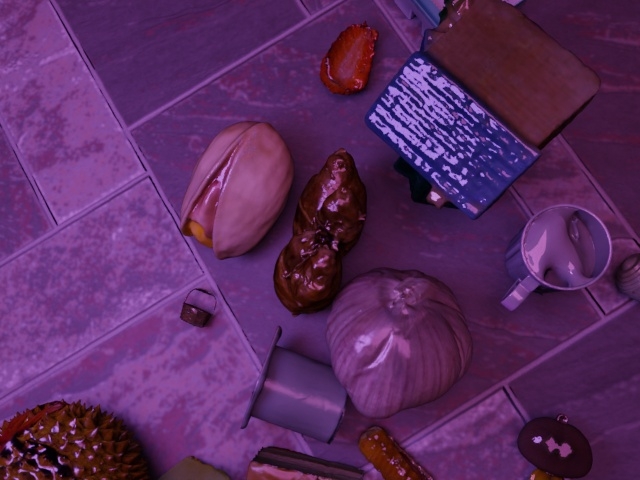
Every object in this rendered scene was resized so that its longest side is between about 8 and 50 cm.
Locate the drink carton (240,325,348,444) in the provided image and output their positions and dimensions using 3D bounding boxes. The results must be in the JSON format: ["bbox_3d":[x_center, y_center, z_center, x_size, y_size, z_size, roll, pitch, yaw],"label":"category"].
[{"bbox_3d":[-0.048,0.316,1.195,0.190,0.185,0.191,18,122,-5],"label":"drink carton"}]

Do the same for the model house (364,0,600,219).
[{"bbox_3d":[0.274,-0.228,1.155,0.342,0.382,0.334,-45,78,-5],"label":"model house"}]

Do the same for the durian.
[{"bbox_3d":[-0.530,0.498,1.147,0.384,0.347,0.347,19,81,-19],"label":"durian"}]

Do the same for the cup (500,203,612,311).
[{"bbox_3d":[0.451,0.037,1.180,0.221,0.202,0.166,-19,79,2],"label":"cup"}]

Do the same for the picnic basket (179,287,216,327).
[{"bbox_3d":[-0.277,0.150,1.299,0.072,0.072,0.083,22,82,9],"label":"picnic basket"}]

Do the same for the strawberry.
[{"bbox_3d":[0.071,-0.428,1.372,0.121,0.082,0.188,32,74,-10],"label":"strawberry"}]

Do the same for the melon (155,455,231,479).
[{"bbox_3d":[-0.246,0.506,1.186,0.053,0.262,0.114,56,44,-24],"label":"melon"}]

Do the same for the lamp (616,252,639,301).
[{"bbox_3d":[0.710,0.107,1.200,0.193,0.106,0.106,44,86,2],"label":"lamp"}]

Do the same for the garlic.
[{"bbox_3d":[0.156,0.189,1.135,0.318,0.259,0.317,3,35,-2],"label":"garlic"}]

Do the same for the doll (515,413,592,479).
[{"bbox_3d":[0.461,0.445,1.165,0.145,0.096,0.188,41,96,16],"label":"doll"}]

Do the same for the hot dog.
[{"bbox_3d":[0.191,0.511,1.189,0.083,0.068,0.289,-45,80,4],"label":"hot dog"}]

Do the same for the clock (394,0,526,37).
[{"bbox_3d":[0.316,-0.592,1.361,0.231,0.116,0.262,-34,80,-6],"label":"clock"}]

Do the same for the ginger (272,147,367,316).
[{"bbox_3d":[0.002,-0.010,1.197,0.153,0.274,0.357,20,82,4],"label":"ginger"}]

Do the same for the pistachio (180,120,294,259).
[{"bbox_3d":[-0.183,-0.117,1.259,0.230,0.230,0.308,33,93,10],"label":"pistachio"}]

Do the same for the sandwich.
[{"bbox_3d":[-0.041,0.551,1.161,0.228,0.155,0.198,10,83,7],"label":"sandwich"}]
